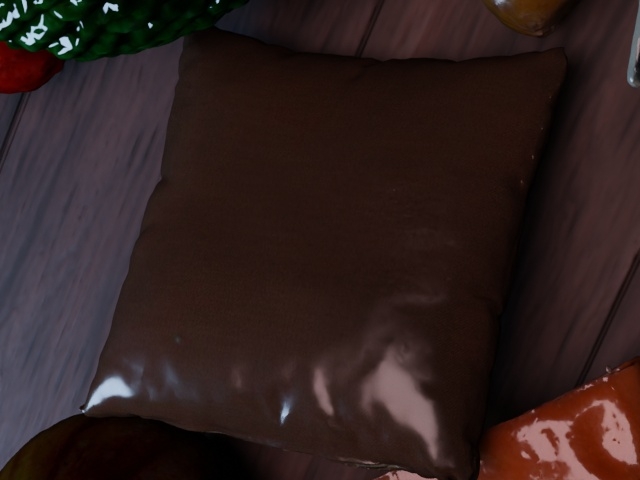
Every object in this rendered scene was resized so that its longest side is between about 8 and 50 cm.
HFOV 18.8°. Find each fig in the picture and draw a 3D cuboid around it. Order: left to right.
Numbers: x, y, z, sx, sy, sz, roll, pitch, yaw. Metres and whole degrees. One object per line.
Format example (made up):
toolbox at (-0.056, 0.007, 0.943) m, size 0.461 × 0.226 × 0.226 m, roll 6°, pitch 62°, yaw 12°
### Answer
fig at (-0.152, 0.241, 1.404) m, size 0.235 × 0.214 × 0.235 m, roll -2°, pitch 74°, yaw 7°

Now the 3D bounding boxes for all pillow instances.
pillow at (0.000, 0.000, 1.339) m, size 0.307 × 0.108 × 0.305 m, roll 7°, pitch 76°, yaw 28°

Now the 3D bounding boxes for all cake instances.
cake at (0.139, 0.152, 1.319) m, size 0.287 × 0.098 × 0.135 m, roll -6°, pitch 91°, yaw 21°

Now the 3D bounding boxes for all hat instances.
hat at (-0.186, -0.226, 1.392) m, size 0.332 × 0.274 × 0.242 m, roll -32°, pitch 64°, yaw 52°

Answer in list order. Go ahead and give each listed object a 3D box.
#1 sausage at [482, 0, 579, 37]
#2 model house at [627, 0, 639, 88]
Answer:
sausage at (0.170, -0.267, 1.276) m, size 0.109 × 0.109 × 0.271 m, roll 24°, pitch 102°, yaw 22°
model house at (0.300, -0.179, 1.158) m, size 0.198 × 0.215 × 0.224 m, roll 8°, pitch 98°, yaw -7°
